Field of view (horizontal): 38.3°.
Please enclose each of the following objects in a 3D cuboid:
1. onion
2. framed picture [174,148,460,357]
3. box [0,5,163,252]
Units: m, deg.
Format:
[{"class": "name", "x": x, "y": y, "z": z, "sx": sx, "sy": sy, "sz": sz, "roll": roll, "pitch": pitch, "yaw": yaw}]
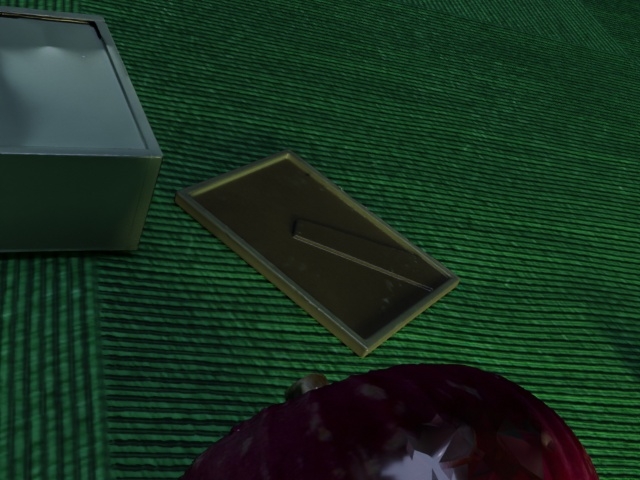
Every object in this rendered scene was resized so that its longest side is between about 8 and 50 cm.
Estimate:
[{"class": "onion", "x": 0.035, "y": 0.179, "z": 0.544, "sx": 0.256, "sy": 0.230, "sz": 0.272, "roll": -23, "pitch": 64, "yaw": -45}, {"class": "framed picture", "x": 0.000, "y": 0.000, "z": 0.928, "sx": 0.250, "sy": 0.016, "sz": 0.184, "roll": 38, "pitch": 38, "yaw": 18}, {"class": "box", "x": -0.286, "y": -0.099, "z": 0.806, "sx": 0.225, "sy": 0.117, "sz": 0.225, "roll": -1, "pitch": 43, "yaw": -30}]
